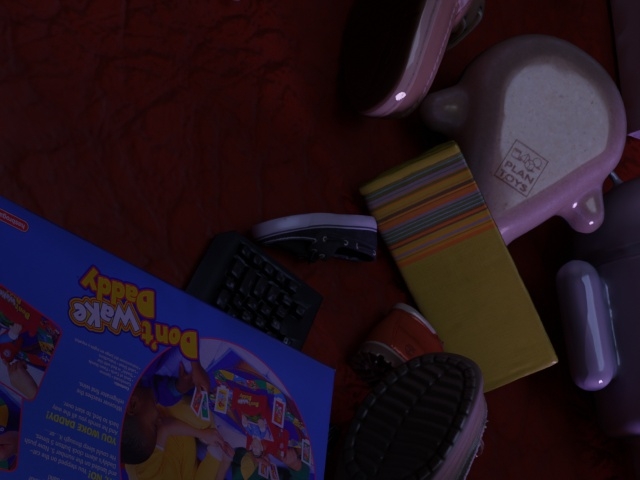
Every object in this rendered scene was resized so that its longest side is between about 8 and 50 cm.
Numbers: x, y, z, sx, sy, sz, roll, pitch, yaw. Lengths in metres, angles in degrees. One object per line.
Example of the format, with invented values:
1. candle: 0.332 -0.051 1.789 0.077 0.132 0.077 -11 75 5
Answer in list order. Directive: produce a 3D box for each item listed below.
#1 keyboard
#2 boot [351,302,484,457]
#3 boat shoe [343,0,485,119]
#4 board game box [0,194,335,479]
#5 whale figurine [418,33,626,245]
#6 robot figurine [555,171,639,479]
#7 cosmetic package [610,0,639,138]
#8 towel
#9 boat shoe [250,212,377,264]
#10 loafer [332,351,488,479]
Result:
1. keyboard: -0.066 0.163 0.996 0.201 0.033 0.317 41 54 -24
2. boot: 0.103 0.128 1.138 0.158 0.059 0.084 49 46 -17
3. boat shoe: 0.115 -0.245 1.224 0.110 0.122 0.341 34 55 -27
4. board game box: -0.142 0.139 0.825 0.347 0.078 0.233 32 52 -38
5. whale figurine: 0.181 -0.071 1.237 0.216 0.141 0.272 32 78 -8
6. robot figurine: 0.371 0.081 1.285 0.300 0.200 0.353 0 76 -32
7. cosmetic package: 0.408 -0.237 1.516 0.099 0.060 0.239 12 68 -40
8. towel: 0.129 0.030 1.159 0.237 0.102 0.021 63 14 -14
9. boat shoe: 0.000 0.000 1.094 0.142 0.049 0.040 -1 77 -43
10. loafer: 0.061 0.218 1.039 0.268 0.102 0.092 -60 145 -17
